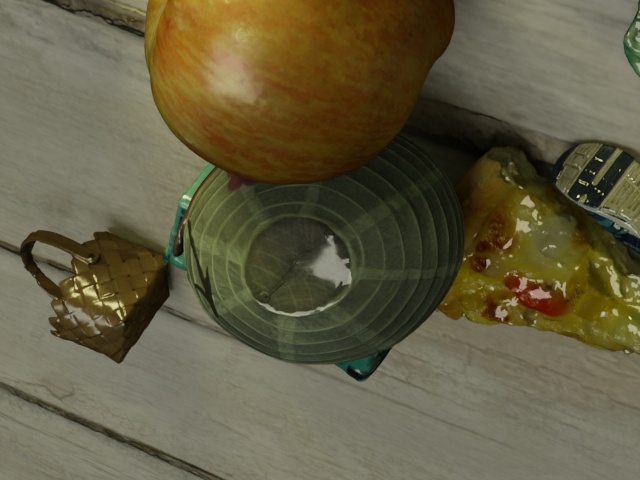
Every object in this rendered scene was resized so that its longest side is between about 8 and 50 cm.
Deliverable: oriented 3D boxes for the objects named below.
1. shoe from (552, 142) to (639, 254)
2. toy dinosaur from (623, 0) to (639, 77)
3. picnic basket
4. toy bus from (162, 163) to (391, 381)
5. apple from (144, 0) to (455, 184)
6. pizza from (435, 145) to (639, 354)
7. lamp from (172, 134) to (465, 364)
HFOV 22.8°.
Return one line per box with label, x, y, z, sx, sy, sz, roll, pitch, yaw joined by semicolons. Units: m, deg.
shoe;0.269;-0.032;1.406;0.143;0.064;0.071;35;169;12
toy dinosaur;0.359;-0.040;1.306;0.129;0.076;0.383;7;134;45
picnic basket;-0.283;0.052;1.901;0.178;0.138;0.128;26;142;9
toy bus;-0.023;0.018;1.650;0.256;0.128;0.147;31;145;9
apple;-0.015;-0.172;1.296;0.264;0.264;0.264;23;144;17
pizza;0.235;0.039;1.503;0.287;0.075;0.280;23;146;17
lamp;0.000;0.000;1.463;0.265;0.233;0.233;-28;118;14
